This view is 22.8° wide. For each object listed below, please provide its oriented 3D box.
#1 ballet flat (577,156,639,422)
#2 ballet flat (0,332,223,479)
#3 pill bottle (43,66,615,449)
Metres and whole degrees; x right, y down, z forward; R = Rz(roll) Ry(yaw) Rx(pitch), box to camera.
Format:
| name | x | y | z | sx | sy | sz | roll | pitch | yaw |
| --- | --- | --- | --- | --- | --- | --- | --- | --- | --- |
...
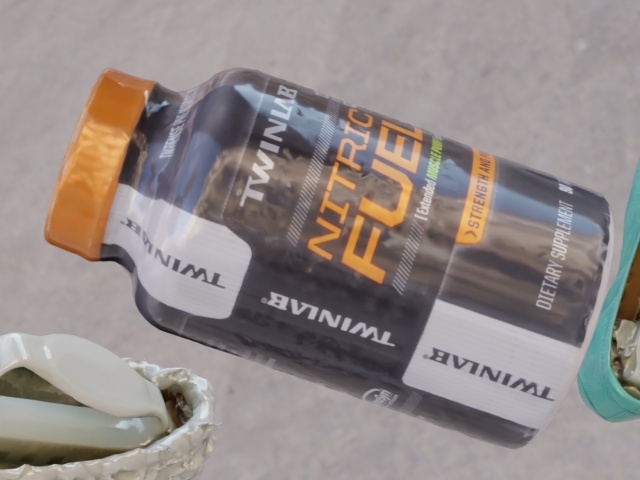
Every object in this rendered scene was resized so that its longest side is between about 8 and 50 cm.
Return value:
| name | x | y | z | sx | sy | sz | roll | pitch | yaw |
| --- | --- | --- | --- | --- | --- | --- | --- | --- | --- |
| ballet flat | 0.256 | 0.015 | 1.136 | 0.087 | 0.083 | 0.247 | -173 | 102 | -75 |
| ballet flat | -0.232 | 0.089 | 0.924 | 0.147 | 0.409 | 0.147 | -18 | 66 | 48 |
| pill bottle | 0.000 | 0.000 | 0.739 | 0.130 | 0.246 | 0.130 | -161 | 90 | -86 |
